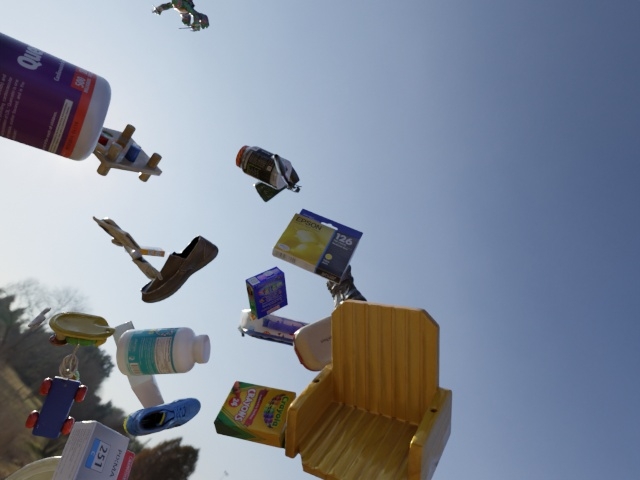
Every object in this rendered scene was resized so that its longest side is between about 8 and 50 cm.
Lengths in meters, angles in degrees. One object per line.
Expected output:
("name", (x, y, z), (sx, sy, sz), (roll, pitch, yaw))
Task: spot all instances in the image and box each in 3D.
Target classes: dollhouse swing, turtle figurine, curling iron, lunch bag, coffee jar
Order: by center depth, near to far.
("dollhouse swing", (0.105, 0.352, 1.000), (0.347, 0.315, 0.304), (3, -69, 34))
("curling iron", (-0.110, -0.217, 1.343), (0.068, 0.035, 0.274), (27, -10, 13))
("turtle figurine", (-0.520, -0.866, 1.585), (0.175, 0.234, 0.118), (30, -73, 0))
("lunch bag", (-0.170, 0.341, 1.615), (0.303, 0.114, 0.243), (16, -13, -20))
("coffee jar", (-0.184, -0.247, 1.780), (0.096, 0.184, 0.079), (59, 2, -18))

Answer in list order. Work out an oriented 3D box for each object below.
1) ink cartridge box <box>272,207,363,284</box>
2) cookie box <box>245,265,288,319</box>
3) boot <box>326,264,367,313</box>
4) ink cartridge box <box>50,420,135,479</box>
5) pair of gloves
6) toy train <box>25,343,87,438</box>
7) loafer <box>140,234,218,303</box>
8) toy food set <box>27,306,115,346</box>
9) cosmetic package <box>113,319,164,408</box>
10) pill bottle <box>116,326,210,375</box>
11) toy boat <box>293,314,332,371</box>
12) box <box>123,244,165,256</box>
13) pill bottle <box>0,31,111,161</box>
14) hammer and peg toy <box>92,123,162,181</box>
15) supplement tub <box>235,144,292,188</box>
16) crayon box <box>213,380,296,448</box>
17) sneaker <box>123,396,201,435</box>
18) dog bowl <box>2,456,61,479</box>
("ink cartridge box", (0.000, 0.000, 1.759), (0.304, 0.307, 0.072), (22, -36, 8))
("cookie box", (-0.133, 0.131, 1.040), (0.040, 0.092, 0.107), (35, -42, 44))
("boot", (0.074, 0.249, 1.740), (0.091, 0.263, 0.229), (32, 16, -37))
("ink cartridge box", (-0.513, 0.604, 0.949), (0.066, 0.296, 0.261), (-7, -42, 11))
("pair of gloves", (-0.604, 0.030, 1.319), (0.204, 0.042, 0.240), (28, -29, 33))
("toy train", (-0.683, 0.382, 1.131), (0.105, 0.248, 0.143), (22, -6, -21))
("loafer", (-0.600, 0.105, 1.726), (0.134, 0.366, 0.130), (20, -34, 49))
("toy food set", (-0.738, 0.275, 1.252), (0.071, 0.218, 0.128), (-67, -158, 14))
("cosmetic package", (-0.803, 0.565, 1.853), (0.284, 0.097, 0.377), (53, -29, 25))
("pill bottle", (-0.494, 0.353, 1.338), (0.264, 0.146, 0.146), (-3, -51, 2))
("toy boat", (0.010, 0.351, 1.408), (0.151, 0.231, 0.151), (62, -33, 19))
("box", (-0.662, 0.037, 1.569), (0.081, 0.136, 0.028), (16, -86, 56))
("pill bottle", (-0.579, -0.281, 0.772), (0.323, 0.181, 0.181), (18, -20, -36))
("hammer and peg toy", (-0.760, -0.329, 1.477), (0.266, 0.361, 0.127), (45, -73, 16))
("supplement tub", (-0.213, -0.278, 1.557), (0.190, 0.117, 0.117), (27, -41, 13))
("crayon box", (-0.223, 0.672, 1.624), (0.319, 0.202, 0.081), (6, -58, 13))
("sneaker", (-0.384, 0.449, 1.066), (0.082, 0.209, 0.069), (-20, -107, 37))
("dog bowl", (-0.781, 0.843, 1.165), (0.408, 0.408, 0.150), (25, -37, 28))
